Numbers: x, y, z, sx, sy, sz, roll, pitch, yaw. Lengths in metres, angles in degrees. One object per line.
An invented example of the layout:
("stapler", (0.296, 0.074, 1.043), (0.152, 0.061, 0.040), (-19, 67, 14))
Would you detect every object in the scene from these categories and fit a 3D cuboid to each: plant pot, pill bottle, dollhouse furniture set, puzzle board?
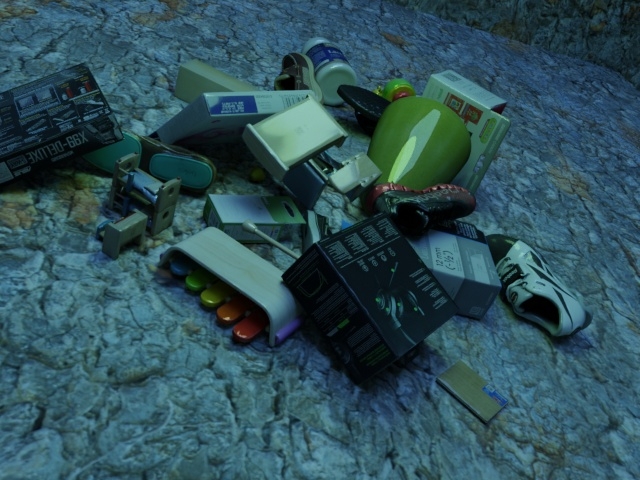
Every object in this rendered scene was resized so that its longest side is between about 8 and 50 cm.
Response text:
("plant pot", (0.225, -0.188, 1.813), (0.275, 0.275, 0.293), (27, 52, 8))
("pill bottle", (0.021, -0.588, 2.335), (0.153, 0.153, 0.265), (5, 37, -23))
("dollhouse furniture set", (-0.065, -0.138, 1.612), (0.198, 0.303, 0.286), (-34, 78, -32))
("dollhouse furniture set", (-0.402, -0.077, 1.407), (0.129, 0.129, 0.183), (30, 35, 13))
("puzzle board", (0.305, 0.302, 1.364), (0.128, 0.011, 0.096), (40, 37, 26))

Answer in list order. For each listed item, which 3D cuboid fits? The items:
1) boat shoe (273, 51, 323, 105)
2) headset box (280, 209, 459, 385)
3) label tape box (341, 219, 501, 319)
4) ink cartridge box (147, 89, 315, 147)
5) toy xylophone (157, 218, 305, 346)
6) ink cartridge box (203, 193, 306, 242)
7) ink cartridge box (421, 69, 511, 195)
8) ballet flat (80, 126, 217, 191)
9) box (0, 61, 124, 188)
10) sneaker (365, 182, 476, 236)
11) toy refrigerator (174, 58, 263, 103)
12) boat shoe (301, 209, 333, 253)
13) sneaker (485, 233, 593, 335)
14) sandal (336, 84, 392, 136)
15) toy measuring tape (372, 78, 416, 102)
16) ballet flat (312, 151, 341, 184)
("boat shoe", (-0.091, -0.515, 2.208), (0.123, 0.123, 0.342), (6, 43, -24))
("headset box", (0.109, 0.113, 1.349), (0.246, 0.131, 0.283), (-26, 76, -48))
("label tape box", (0.229, 0.031, 1.613), (0.347, 0.115, 0.249), (16, 33, -10))
("ink cartridge box", (-0.229, -0.293, 1.727), (0.324, 0.330, 0.071), (-13, 86, -39))
("toy xylophone", (-0.154, 0.070, 1.377), (0.322, 0.081, 0.236), (38, 37, 24))
("ink cartridge box", (-0.152, -0.050, 1.564), (0.209, 0.062, 0.109), (-1, 39, -30))
("ink cartridge box", (0.397, -0.289, 1.976), (0.272, 0.309, 0.130), (37, 37, 21))
("ballet flat", (-0.414, -0.202, 1.612), (0.342, 0.116, 0.124), (13, 14, -13))
("box", (-0.612, -0.252, 1.473), (0.307, 0.076, 0.242), (-26, 49, -14))
("sneaker", (0.247, -0.067, 1.576), (0.276, 0.098, 0.135), (0, 36, -18))
("toy refrigerator", (-0.282, -0.423, 1.986), (0.269, 0.102, 0.094), (27, 34, 10))
("boat shoe", (0.000, 0.000, 1.563), (0.070, 0.078, 0.219), (12, 33, -12))
("sneaker", (0.491, 0.103, 1.643), (0.146, 0.122, 0.330), (-14, 46, -43))
("sandal", (0.237, -0.364, 2.204), (0.445, 0.107, 0.167), (24, 30, -19))
("toy measuring tape", (0.336, -0.505, 2.425), (0.330, 0.121, 0.121), (7, 36, -21))
("ballet flat", (0.026, -0.192, 1.867), (0.203, 0.074, 0.074), (42, 38, 18))
